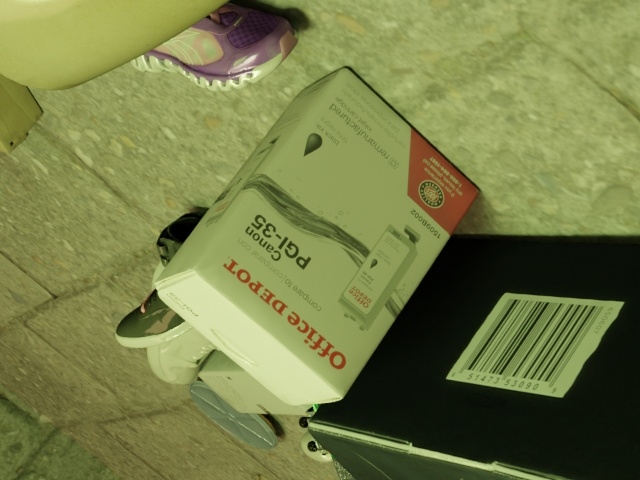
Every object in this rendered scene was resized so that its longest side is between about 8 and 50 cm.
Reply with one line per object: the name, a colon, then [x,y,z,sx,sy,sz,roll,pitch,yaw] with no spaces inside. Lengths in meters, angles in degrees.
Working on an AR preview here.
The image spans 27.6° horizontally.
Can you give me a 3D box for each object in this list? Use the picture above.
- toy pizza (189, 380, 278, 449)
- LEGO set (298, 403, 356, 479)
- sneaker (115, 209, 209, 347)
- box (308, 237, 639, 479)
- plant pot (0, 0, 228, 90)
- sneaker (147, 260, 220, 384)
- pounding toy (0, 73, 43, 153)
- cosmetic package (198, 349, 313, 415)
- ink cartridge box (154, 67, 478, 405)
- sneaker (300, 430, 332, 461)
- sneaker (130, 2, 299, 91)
toy pizza: [-0.158,0.320,2.437,0.201,0.032,0.201,29,155,15]
LEGO set: [0.139,0.195,1.714,0.331,0.192,0.255,-27,87,49]
sneaker: [-0.203,0.047,1.836,0.296,0.104,0.147,-24,115,29]
box: [0.332,0.256,1.360,0.480,0.297,0.472,3,139,54]
plant pot: [-0.157,-0.281,1.124,0.274,0.256,0.256,-8,134,35]
sneaker: [-0.174,0.156,2.027,0.169,0.108,0.292,27,142,18]
pounding toy: [-0.497,-0.185,1.872,0.181,0.094,0.206,19,151,32]
cosmetic package: [-0.092,0.216,2.101,0.117,0.085,0.231,44,156,-20]
ink cartridge box: [0.000,0.000,1.342,0.207,0.283,0.117,41,155,-15]
sneaker: [0.034,0.307,2.136,0.212,0.080,0.094,-10,118,49]
sneaker: [-0.129,-0.224,1.342,0.236,0.095,0.104,15,141,40]
